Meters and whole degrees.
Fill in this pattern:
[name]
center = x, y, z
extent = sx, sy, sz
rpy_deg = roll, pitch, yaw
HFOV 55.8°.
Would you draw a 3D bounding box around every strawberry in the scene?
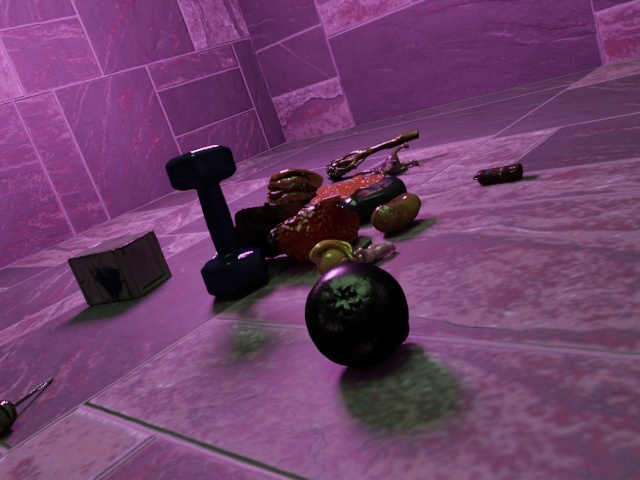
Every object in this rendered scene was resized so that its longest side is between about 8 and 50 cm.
[strawberry]
center = 0.001, -0.003, 1.368
extent = 0.236, 0.107, 0.175
rpy_deg = -20, -24, -13

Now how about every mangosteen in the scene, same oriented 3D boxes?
[mangosteen]
center = 0.054, 0.107, 0.844
extent = 0.152, 0.152, 0.152
rpy_deg = -18, 15, 5

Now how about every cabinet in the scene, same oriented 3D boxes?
[cabinet]
center = -0.554, 0.076, 1.670
extent = 0.206, 0.145, 0.150
rpy_deg = -10, 17, 30

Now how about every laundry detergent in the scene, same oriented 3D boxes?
[laundry detergent]
center = 0.111, -0.095, 1.589
extent = 0.221, 0.078, 0.144
rpy_deg = -26, 14, -16

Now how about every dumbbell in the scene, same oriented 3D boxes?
[dumbbell]
center = -0.225, -0.045, 1.338
extent = 0.144, 0.325, 0.160
rpy_deg = -16, 9, -2

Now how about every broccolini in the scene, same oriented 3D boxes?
[broccolini]
center = 0.186, -0.301, 2.158
extent = 0.392, 0.079, 0.074
rpy_deg = -16, -2, 31

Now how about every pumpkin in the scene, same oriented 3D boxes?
[pumpkin]
center = -0.154, -0.021, 1.466
extent = 0.278, 0.111, 0.163
rpy_deg = -7, -12, 35

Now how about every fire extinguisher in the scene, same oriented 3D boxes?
[fire extinguisher]
center = 0.431, -0.160, 1.491
extent = 0.132, 0.039, 0.056
rpy_deg = -7, 10, 40

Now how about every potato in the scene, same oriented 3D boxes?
[potato]
center = 0.176, -0.062, 1.391
extent = 0.138, 0.070, 0.091
rpy_deg = -27, 12, -33

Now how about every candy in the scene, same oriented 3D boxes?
[candy]
center = -0.544, 0.290, 1.103
extent = 0.061, 0.061, 0.202
rpy_deg = -17, 7, 9

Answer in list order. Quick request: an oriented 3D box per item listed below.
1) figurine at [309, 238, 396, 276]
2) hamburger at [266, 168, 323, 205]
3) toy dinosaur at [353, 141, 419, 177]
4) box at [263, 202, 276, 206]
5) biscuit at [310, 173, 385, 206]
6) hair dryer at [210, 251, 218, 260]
[figurine]
center = 0.064, 0.027, 1.226
extent = 0.187, 0.083, 0.083
rpy_deg = -15, 12, -25
[hamburger]
center = -0.094, -0.193, 2.095
extent = 0.183, 0.130, 0.206
rpy_deg = -11, 14, 20
[toy dinosaur]
center = 0.219, -0.256, 2.045
extent = 0.199, 0.072, 0.251
rpy_deg = -28, 24, -1
[box]
center = -0.132, -0.083, 1.895
extent = 0.041, 0.050, 0.207
rpy_deg = -28, 17, -19
[biscuit]
center = 0.090, -0.153, 1.888
extent = 0.250, 0.036, 0.165
rpy_deg = -14, 25, 25
[hair dryer]
center = -0.249, 0.022, 1.702
extent = 0.155, 0.044, 0.183
rpy_deg = -15, 20, 19
